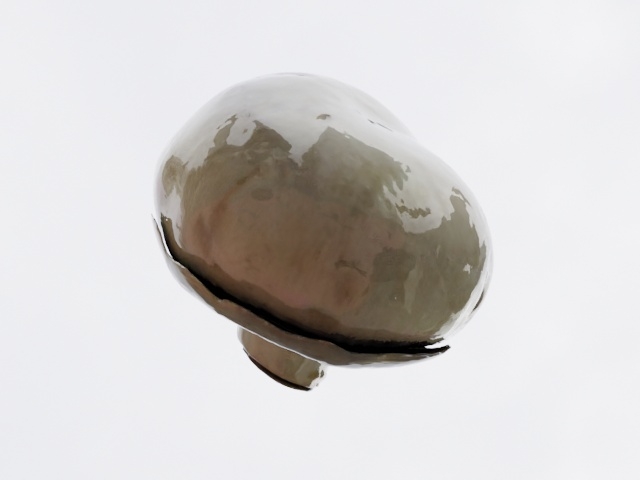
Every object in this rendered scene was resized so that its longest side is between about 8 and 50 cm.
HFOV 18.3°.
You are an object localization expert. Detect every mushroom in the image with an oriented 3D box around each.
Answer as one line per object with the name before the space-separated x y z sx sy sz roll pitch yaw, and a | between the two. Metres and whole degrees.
mushroom | 0.000 0.000 0.823 0.154 0.154 0.122 23 -72 3
